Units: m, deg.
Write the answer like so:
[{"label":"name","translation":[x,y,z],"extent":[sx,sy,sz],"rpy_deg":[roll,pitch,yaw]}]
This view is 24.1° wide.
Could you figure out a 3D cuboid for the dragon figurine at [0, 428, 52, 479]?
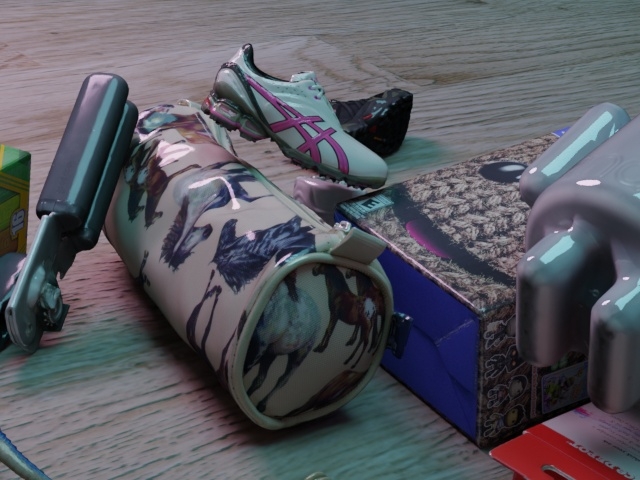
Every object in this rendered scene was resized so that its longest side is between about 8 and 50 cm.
[{"label":"dragon figurine","translation":[-0.299,0.118,1.152],"extent":[0.289,0.085,0.144],"rpy_deg":[13,24,11]}]

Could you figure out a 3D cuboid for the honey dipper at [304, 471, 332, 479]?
[{"label":"honey dipper","translation":[0.045,0.226,1.110],"extent":[0.030,0.030,0.160],"rpy_deg":[-13,36,-41]}]

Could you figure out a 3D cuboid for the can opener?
[{"label":"can opener","translation":[-0.249,-0.029,1.362],"extent":[0.095,0.076,0.283],"rpy_deg":[5,58,14]}]

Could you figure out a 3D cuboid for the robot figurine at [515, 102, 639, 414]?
[{"label":"robot figurine","translation":[0.306,-0.014,1.197],"extent":[0.300,0.200,0.353],"rpy_deg":[35,57,30]}]

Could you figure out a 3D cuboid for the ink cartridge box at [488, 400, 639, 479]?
[{"label":"ink cartridge box","translation":[0.245,0.195,1.188],"extent":[0.231,0.078,0.134],"rpy_deg":[-14,32,-43]}]

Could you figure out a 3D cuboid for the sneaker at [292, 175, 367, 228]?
[{"label":"sneaker","translation":[0.000,0.000,1.531],"extent":[0.090,0.115,0.232],"rpy_deg":[13,-2,8]}]

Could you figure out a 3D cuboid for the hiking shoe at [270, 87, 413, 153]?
[{"label":"hiking shoe","translation":[0.034,-0.155,1.896],"extent":[0.114,0.086,0.227],"rpy_deg":[24,28,23]}]

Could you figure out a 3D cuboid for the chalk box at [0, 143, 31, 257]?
[{"label":"chalk box","translation":[-0.371,-0.006,1.353],"extent":[0.132,0.132,0.213],"rpy_deg":[15,25,14]}]

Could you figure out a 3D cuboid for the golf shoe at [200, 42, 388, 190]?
[{"label":"golf shoe","translation":[-0.013,-0.111,1.383],"extent":[0.186,0.086,0.067],"rpy_deg":[28,5,-4]}]

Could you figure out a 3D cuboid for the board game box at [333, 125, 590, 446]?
[{"label":"board game box","translation":[0.194,0.031,1.396],"extent":[0.291,0.141,0.232],"rpy_deg":[-19,34,-27]}]

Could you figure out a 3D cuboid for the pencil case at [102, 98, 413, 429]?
[{"label":"pencil case","translation":[-0.079,0.003,1.376],"extent":[0.160,0.183,0.410],"rpy_deg":[36,4,-36]}]
